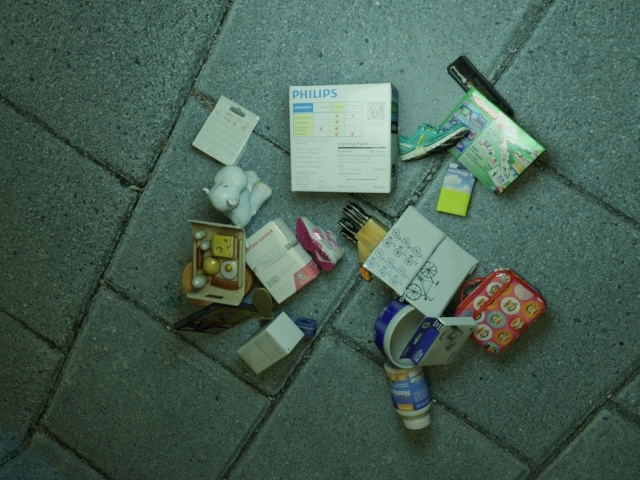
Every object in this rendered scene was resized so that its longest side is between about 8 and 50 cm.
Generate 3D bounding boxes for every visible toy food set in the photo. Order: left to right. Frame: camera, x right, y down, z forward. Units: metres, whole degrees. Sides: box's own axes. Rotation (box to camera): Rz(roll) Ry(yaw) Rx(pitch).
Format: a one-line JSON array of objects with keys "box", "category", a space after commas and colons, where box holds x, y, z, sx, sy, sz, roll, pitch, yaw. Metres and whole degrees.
[{"box": [-0.398, 0.080, 1.769, 0.220, 0.092, 0.305, 7, 105, 14], "category": "toy food set"}]

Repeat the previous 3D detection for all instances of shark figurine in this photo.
[{"box": [0.260, 0.294, 1.858, 0.166, 0.116, 0.278, 26, 97, -37], "category": "shark figurine"}]

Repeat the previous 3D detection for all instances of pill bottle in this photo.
[{"box": [0.354, 0.599, 1.885, 0.153, 0.152, 0.271, -12, 99, 17], "category": "pill bottle"}]

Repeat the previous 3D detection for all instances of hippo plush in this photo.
[{"box": [-0.355, -0.169, 1.802, 0.235, 0.236, 0.294, 21, 82, 26], "category": "hippo plush"}]

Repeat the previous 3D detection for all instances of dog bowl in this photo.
[{"box": [0.335, 0.340, 1.781, 0.265, 0.104, 0.264, -9, 111, -24], "category": "dog bowl"}]

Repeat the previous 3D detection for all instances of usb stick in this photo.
[{"box": [0.549, -0.515, 1.634, 0.077, 0.045, 0.278, -42, 90, 12], "category": "usb stick"}]

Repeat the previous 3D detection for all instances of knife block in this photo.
[{"box": [0.207, -0.041, 1.807, 0.276, 0.088, 0.241, -4, 102, 16], "category": "knife block"}]

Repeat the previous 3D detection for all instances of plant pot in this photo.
[{"box": [-0.430, 0.146, 1.952, 0.291, 0.203, 0.290, 3, 104, 13], "category": "plant pot"}]

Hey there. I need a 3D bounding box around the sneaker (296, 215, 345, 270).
[{"box": [0.000, 0.000, 1.870, 0.252, 0.111, 0.103, 52, 143, 17], "category": "sneaker"}]

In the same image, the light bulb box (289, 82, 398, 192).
[{"box": [0.089, -0.359, 1.691, 0.359, 0.225, 0.360, 3, 103, 14], "category": "light bulb box"}]

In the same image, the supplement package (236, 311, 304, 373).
[{"box": [-0.207, 0.423, 1.957, 0.139, 0.134, 0.244, 49, 129, -2], "category": "supplement package"}]

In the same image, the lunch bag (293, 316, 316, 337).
[{"box": [-0.067, 0.356, 1.980, 0.099, 0.067, 0.065, 8, 104, 14], "category": "lunch bag"}]

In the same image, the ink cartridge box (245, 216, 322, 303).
[{"box": [-0.164, 0.076, 1.912, 0.207, 0.117, 0.283, -37, 92, 19], "category": "ink cartridge box"}]

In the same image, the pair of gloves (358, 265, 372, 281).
[{"box": [0.202, 0.122, 1.888, 0.083, 0.010, 0.074, -31, 94, 18], "category": "pair of gloves"}]

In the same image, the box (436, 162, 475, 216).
[{"box": [0.494, -0.186, 1.725, 0.109, 0.042, 0.178, 13, 104, 10], "category": "box"}]

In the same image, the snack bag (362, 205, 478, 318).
[{"box": [0.370, 0.085, 1.722, 0.343, 0.037, 0.323, 40, 69, 2], "category": "snack bag"}]

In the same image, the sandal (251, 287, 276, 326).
[{"box": [-0.226, 0.264, 1.996, 0.088, 0.079, 0.239, 4, 128, 15], "category": "sandal"}]

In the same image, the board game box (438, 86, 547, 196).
[{"box": [0.563, -0.334, 1.608, 0.317, 0.046, 0.213, 48, 123, 15], "category": "board game box"}]

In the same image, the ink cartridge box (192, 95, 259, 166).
[{"box": [-0.371, -0.427, 1.895, 0.189, 0.066, 0.232, 31, 87, 6], "category": "ink cartridge box"}]

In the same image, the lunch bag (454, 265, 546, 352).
[{"box": [0.642, 0.240, 1.753, 0.258, 0.120, 0.293, 40, 111, 7], "category": "lunch bag"}]

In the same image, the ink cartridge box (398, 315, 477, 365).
[{"box": [0.423, 0.365, 1.708, 0.224, 0.045, 0.223, 5, 125, -28], "category": "ink cartridge box"}]

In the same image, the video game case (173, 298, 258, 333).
[{"box": [-0.417, 0.317, 1.961, 0.248, 0.275, 0.035, -28, 66, 19], "category": "video game case"}]

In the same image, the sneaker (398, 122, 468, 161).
[{"box": [0.376, -0.355, 1.644, 0.275, 0.107, 0.109, -13, 90, 46], "category": "sneaker"}]
